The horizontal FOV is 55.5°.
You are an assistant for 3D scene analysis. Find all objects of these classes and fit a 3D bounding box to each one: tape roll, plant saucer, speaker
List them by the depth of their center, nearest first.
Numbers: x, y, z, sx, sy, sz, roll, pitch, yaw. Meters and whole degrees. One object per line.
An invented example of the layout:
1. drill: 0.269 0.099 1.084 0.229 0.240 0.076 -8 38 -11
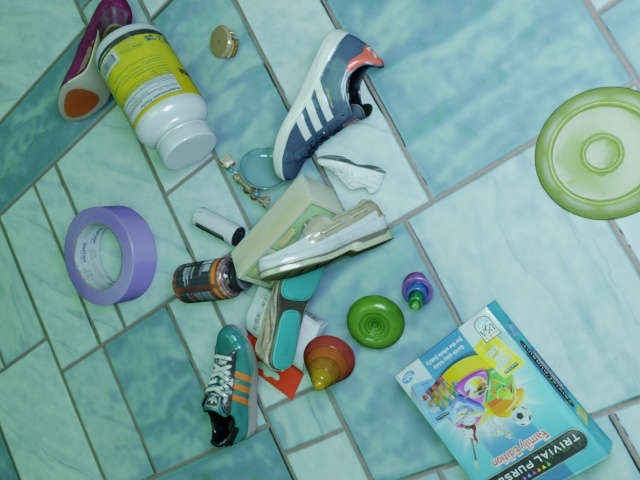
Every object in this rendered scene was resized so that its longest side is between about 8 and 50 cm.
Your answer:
1. plant saucer: 0.505 -0.155 1.088 0.241 0.037 0.241 3 96 29
2. plant saucer: -0.131 -0.165 1.423 0.119 0.119 0.021 47 157 18
3. speaker: -0.254 -0.035 1.521 0.136 0.055 0.055 26 107 25
4. tape roll: -0.588 0.041 1.698 0.275 0.090 0.275 2 95 29

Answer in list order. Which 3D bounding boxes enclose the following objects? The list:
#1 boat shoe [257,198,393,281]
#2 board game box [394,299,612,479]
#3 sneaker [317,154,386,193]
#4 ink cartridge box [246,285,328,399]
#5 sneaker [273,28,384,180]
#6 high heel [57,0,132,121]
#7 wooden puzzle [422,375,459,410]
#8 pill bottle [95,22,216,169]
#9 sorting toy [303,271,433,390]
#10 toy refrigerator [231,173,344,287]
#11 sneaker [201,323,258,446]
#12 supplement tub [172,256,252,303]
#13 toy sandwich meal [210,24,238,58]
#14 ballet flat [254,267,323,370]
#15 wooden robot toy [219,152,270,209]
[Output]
1. boat shoe: 0.000 0.000 1.274 0.103 0.302 0.113 69 159 8
2. board game box: 0.348 0.329 1.198 0.254 0.079 0.336 -45 73 25
3. sneaker: 0.061 -0.143 1.317 0.152 0.054 0.061 19 114 8
4. ink cartridge box: -0.106 0.247 1.465 0.189 0.066 0.232 31 105 23
5. sneaker: 0.019 -0.262 1.308 0.148 0.131 0.350 31 116 10
6. high heel: -0.621 -0.500 1.682 0.377 0.127 0.181 -40 46 30
7. wooden puzzle: 0.241 0.304 1.208 0.049 0.006 0.083 44 114 19
8. pill bottle: -0.397 -0.348 1.496 0.188 0.188 0.334 -38 76 27
9. sorting toy: 0.092 0.211 1.287 0.127 0.126 0.365 45 112 -5
10. toy refrigerator: -0.078 -0.013 1.378 0.269 0.102 0.094 -45 45 25
11. sneaker: -0.227 0.362 1.493 0.108 0.121 0.302 1 99 36
12. supplement tub: -0.263 0.098 1.509 0.198 0.106 0.106 -8 90 30
13. toy sandwich meal: -0.235 -0.483 1.484 0.085 0.029 0.085 7 100 40
14. ballet flat: -0.081 0.130 1.364 0.106 0.107 0.316 17 88 52
15. wooden robot toy: -0.160 -0.153 1.464 0.079 0.076 0.173 -42 70 -11
